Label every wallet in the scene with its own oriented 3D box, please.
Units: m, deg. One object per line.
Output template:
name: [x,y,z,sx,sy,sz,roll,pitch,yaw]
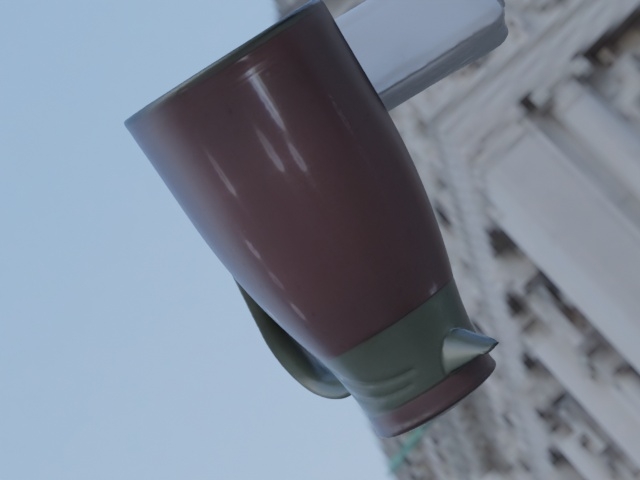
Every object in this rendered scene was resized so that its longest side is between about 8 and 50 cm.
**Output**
wallet: [0.041,-0.131,1.394,0.190,0.095,0.033,-30,-39,-9]

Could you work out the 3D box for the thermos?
thermos: [0.000,0.000,1.263,0.146,0.265,0.176,-37,9,-39]
